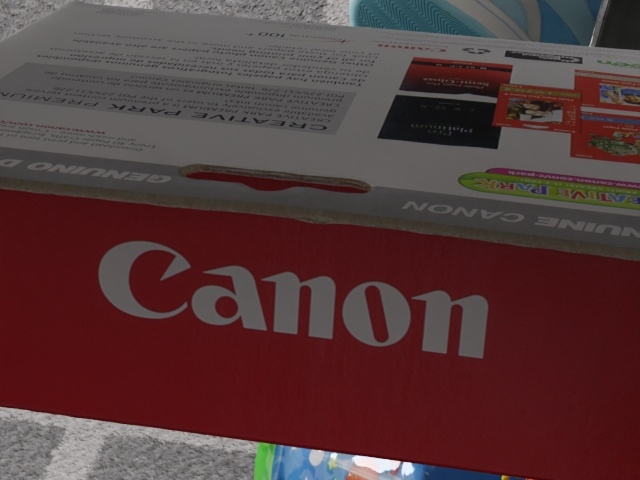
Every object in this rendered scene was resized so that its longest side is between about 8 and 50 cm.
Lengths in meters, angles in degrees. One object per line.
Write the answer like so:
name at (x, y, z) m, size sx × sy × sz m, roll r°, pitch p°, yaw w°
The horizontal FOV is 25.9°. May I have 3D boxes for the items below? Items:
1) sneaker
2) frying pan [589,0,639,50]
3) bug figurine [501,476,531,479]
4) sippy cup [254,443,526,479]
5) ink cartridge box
sneaker at (0.144, -0.199, 1.061) m, size 0.319 × 0.127 × 0.208 m, roll 28°, pitch -110°, yaw -49°
frying pan at (0.157, -0.056, 0.822) m, size 0.197 × 0.053 × 0.326 m, roll 83°, pitch -156°, yaw -65°
bug figurine at (0.144, 0.174, 0.852) m, size 0.279 × 0.072 × 0.216 m, roll 87°, pitch -168°, yaw -49°
sippy cup at (0.093, 0.205, 1.142) m, size 0.224 × 0.240 × 0.305 m, roll 3°, pitch 77°, yaw 64°
ink cartridge box at (0.000, 0.000, 0.563) m, size 0.272 × 0.309 × 0.130 m, roll -61°, pitch -24°, yaw -67°
